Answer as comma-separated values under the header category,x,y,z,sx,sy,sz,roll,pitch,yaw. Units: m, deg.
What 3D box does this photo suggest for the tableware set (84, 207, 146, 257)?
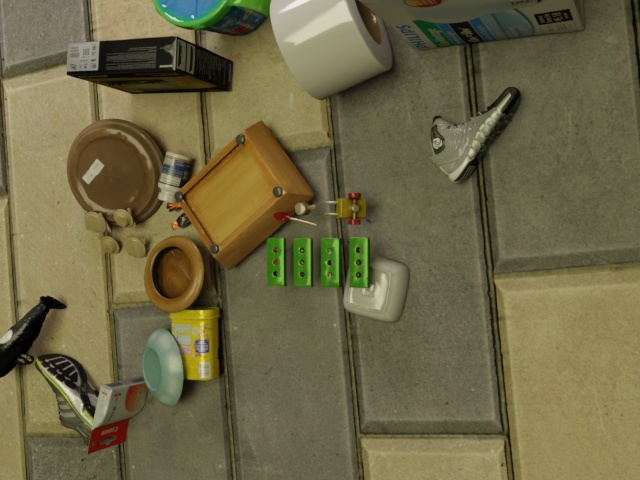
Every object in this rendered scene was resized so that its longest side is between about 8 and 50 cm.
category,x,y,z,sx,sy,sz,roll,pitch,yaw
tableware set,-0.522,-0.018,1.961,0.168,0.020,0.141,0,123,22

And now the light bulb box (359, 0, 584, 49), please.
category,x,y,z,sx,sy,sz,roll,pitch,yaw
light bulb box,0.292,-0.530,1.449,0.361,0.358,0.225,-1,87,25

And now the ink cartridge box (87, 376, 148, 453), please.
category,x,y,z,sx,sy,sz,roll,pitch,yaw
ink cartridge box,-0.503,0.438,1.914,0.045,0.145,0.179,13,95,26

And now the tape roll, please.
category,x,y,z,sx,sy,sz,roll,pitch,yaw
tape roll,0.027,-0.442,1.630,0.169,0.246,0.246,-20,82,23

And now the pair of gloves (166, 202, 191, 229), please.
category,x,y,z,sx,sy,sz,roll,pitch,yaw
pair of gloves,-0.351,-0.072,1.924,0.074,0.010,0.083,-23,81,22

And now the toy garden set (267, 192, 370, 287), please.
category,x,y,z,sx,sy,sz,roll,pitch,yaw
toy garden set,0.000,0.000,1.692,0.244,0.049,0.204,0,91,26

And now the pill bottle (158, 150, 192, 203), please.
category,x,y,z,sx,sy,sz,roll,pitch,yaw
pill bottle,-0.362,-0.155,1.897,0.067,0.067,0.120,17,94,23

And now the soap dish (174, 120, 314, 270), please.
category,x,y,z,sx,sy,sz,roll,pitch,yaw
soap dish,-0.189,-0.105,1.793,0.291,0.118,0.229,-40,74,20

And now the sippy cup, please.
category,x,y,z,sx,sy,sz,roll,pitch,yaw
sippy cup,-0.234,-0.576,1.759,0.240,0.224,0.306,-32,77,20

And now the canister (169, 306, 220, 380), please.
category,x,y,z,sx,sy,sz,roll,pitch,yaw
canister,-0.305,0.249,1.867,0.126,0.073,0.170,-1,91,26

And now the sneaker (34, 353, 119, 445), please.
category,x,y,z,sx,sy,sz,roll,pitch,yaw
sneaker,-0.656,0.416,2.008,0.300,0.111,0.121,43,111,21

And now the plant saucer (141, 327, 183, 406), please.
category,x,y,z,sx,sy,sz,roll,pitch,yaw
plant saucer,-0.397,0.313,1.881,0.195,0.037,0.195,7,99,50

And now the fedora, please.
category,x,y,z,sx,sy,sz,roll,pitch,yaw
fedora,-0.341,0.085,1.873,0.194,0.079,0.194,-7,74,27

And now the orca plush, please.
category,x,y,z,sx,sy,sz,roll,pitch,yaw
orca plush,-0.785,0.282,2.059,0.287,0.151,0.102,-44,81,-5

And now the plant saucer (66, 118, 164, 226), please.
category,x,y,z,sx,sy,sz,roll,pitch,yaw
plant saucer,-0.522,-0.167,1.943,0.277,0.041,0.278,3,105,12

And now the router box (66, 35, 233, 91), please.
category,x,y,z,sx,sy,sz,roll,pitch,yaw
router box,-0.401,-0.410,1.823,0.308,0.243,0.081,4,91,25

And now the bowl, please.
category,x,y,z,sx,sy,sz,roll,pitch,yaw
bowl,0.115,0.105,1.691,0.142,0.053,0.142,13,94,25

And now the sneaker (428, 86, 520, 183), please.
category,x,y,z,sx,sy,sz,roll,pitch,yaw
sneaker,0.301,-0.243,1.593,0.132,0.086,0.229,40,106,22
